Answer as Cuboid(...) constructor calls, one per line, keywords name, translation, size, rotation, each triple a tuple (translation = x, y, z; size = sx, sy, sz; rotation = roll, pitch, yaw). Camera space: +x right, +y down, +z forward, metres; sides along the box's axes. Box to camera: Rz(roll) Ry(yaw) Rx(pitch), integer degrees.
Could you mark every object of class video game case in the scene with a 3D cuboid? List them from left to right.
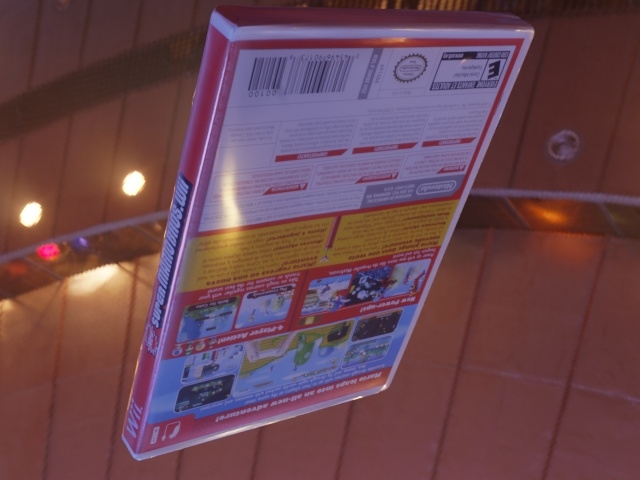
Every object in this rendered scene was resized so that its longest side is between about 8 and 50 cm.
Cuboid(name="video game case", translation=(0.000, 0.000, 0.558), size=(0.025, 0.204, 0.285), rotation=(47, -48, 38))
